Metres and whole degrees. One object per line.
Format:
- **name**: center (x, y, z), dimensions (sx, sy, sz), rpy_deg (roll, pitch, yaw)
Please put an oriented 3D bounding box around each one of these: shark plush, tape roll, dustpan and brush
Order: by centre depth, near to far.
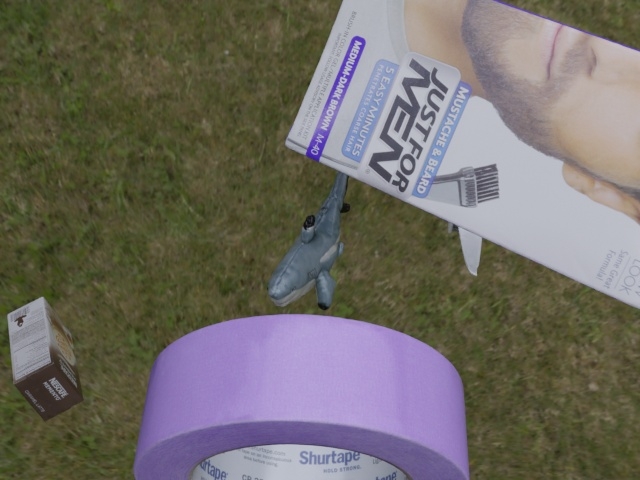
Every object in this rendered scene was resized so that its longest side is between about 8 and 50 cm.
- **tape roll**: center (-0.014, 0.170, 0.693), dimensions (0.275, 0.274, 0.090), rpy_deg (6, 54, -6)
- **shark plush**: center (0.000, 0.000, 0.818), dimensions (0.073, 0.067, 0.161), rpy_deg (29, 76, 30)
- **dustpan and brush**: center (0.197, -0.071, 1.144), dimensions (0.060, 0.211, 0.147), rpy_deg (1, 39, 4)

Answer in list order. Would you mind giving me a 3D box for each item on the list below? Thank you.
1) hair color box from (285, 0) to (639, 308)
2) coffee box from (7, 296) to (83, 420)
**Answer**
- **hair color box**: center (0.159, -0.098, 0.703), dimensions (0.339, 0.110, 0.185), rpy_deg (26, 101, 19)
- **coffee box**: center (-0.626, 0.264, 1.842), dimensions (0.098, 0.141, 0.246), rpy_deg (-27, 40, -5)
